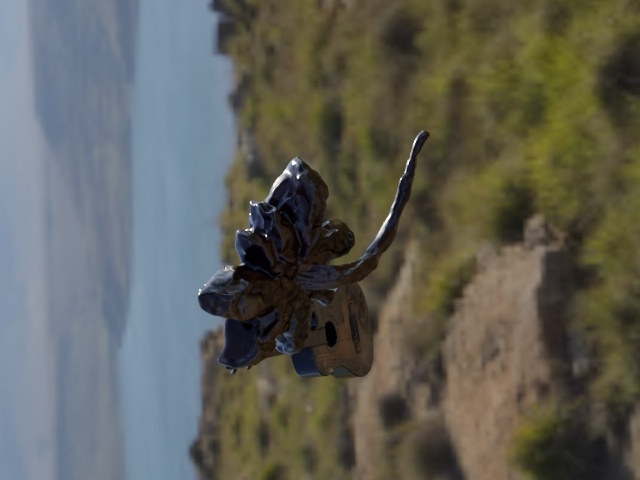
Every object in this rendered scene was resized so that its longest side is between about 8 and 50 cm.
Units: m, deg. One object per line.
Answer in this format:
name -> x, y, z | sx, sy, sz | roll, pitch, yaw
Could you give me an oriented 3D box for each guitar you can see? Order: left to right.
guitar -> -0.018, 0.085, 1.298 | 0.233, 0.025, 0.088 | -9, -89, -61

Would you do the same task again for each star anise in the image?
star anise -> 0.000, 0.000, 0.941 | 0.070, 0.097, 0.191 | 18, 68, 44
